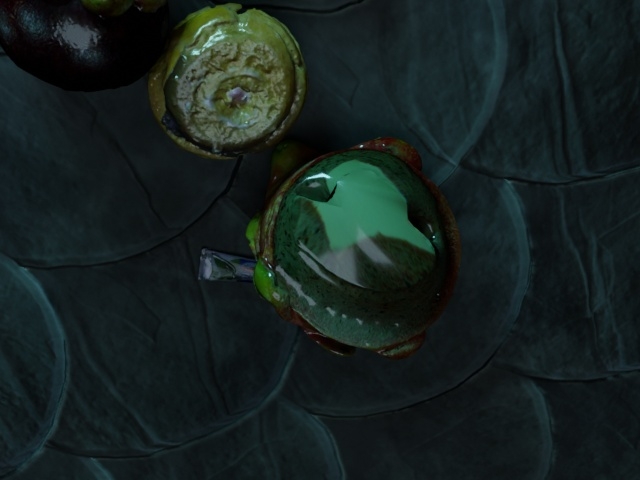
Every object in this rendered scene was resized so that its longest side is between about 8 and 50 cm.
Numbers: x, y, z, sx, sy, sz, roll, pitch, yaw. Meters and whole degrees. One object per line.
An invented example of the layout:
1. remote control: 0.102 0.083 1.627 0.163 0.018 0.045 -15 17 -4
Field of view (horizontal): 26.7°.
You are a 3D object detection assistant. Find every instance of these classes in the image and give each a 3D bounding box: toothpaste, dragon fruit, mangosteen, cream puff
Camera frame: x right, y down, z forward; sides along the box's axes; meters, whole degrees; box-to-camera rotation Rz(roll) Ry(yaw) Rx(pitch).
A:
1. toothpaste: -0.071 0.041 1.728 0.169 0.028 0.045 8 115 -4
2. dragon fruit: 0.041 0.003 1.594 0.268 0.130 0.295 -41 94 -14
3. mangosteen: -0.248 -0.259 1.425 0.194 0.194 0.230 16 146 -13
4. cream puff: -0.106 -0.179 1.531 0.189 0.129 0.189 -3 115 -7
